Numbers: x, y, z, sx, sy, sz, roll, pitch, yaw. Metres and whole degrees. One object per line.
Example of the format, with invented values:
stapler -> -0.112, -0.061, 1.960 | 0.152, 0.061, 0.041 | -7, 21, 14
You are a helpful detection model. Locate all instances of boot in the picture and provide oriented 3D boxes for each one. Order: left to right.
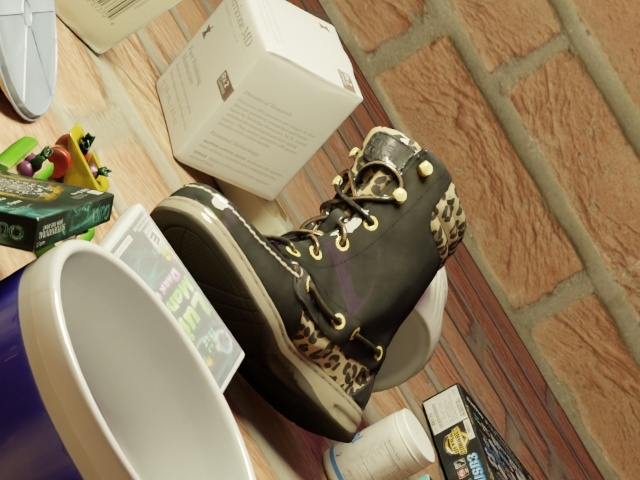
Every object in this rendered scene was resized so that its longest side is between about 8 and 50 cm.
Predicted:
boot -> 0.000, 0.000, 1.718 | 0.138, 0.284, 0.377 | 14, -30, 43

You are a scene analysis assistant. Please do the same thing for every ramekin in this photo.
ramekin -> 0.045, 0.082, 1.956 | 0.207, 0.207, 0.109 | 52, 24, -33

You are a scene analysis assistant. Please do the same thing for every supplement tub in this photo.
supplement tub -> 0.063, 0.238, 1.859 | 0.071, 0.107, 0.071 | 56, 12, -18

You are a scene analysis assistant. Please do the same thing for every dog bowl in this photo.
dog bowl -> -0.153, 0.137, 1.207 | 0.265, 0.104, 0.265 | 56, 12, -18

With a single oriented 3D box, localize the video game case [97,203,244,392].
video game case -> -0.145, 0.084, 1.427 | 0.173, 0.022, 0.190 | 57, 30, -18

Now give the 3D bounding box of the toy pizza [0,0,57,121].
toy pizza -> -0.285, -0.209, 1.569 | 0.201, 0.032, 0.201 | -5, 90, -82

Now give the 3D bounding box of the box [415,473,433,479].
box -> 0.168, 0.402, 2.013 | 0.244, 0.060, 0.100 | 55, 12, -20

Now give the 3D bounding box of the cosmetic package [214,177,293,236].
cosmetic package -> -0.082, -0.047, 2.112 | 0.115, 0.041, 0.060 | 57, 12, -14

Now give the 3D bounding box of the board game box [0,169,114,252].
board game box -> -0.238, -0.027, 1.246 | 0.186, 0.126, 0.026 | -35, 136, -78

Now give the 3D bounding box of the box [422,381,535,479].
box -> 0.269, 0.394, 2.431 | 0.295, 0.073, 0.293 | 52, 15, -36

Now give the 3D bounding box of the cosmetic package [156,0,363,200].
cosmetic package -> -0.075, -0.177, 2.015 | 0.151, 0.183, 0.151 | 23, 31, -34

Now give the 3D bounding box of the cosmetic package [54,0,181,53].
cosmetic package -> -0.269, -0.377, 1.921 | 0.153, 0.129, 0.296 | 44, 19, -50

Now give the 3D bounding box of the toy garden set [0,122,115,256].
toy garden set -> -0.189, 0.005, 1.516 | 0.244, 0.049, 0.204 | 58, 12, -11
